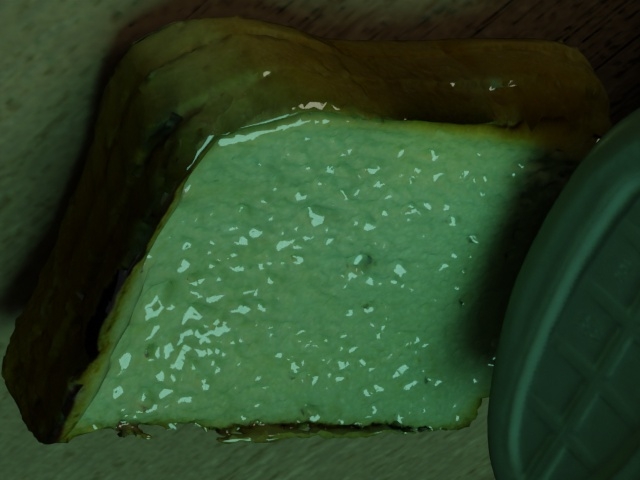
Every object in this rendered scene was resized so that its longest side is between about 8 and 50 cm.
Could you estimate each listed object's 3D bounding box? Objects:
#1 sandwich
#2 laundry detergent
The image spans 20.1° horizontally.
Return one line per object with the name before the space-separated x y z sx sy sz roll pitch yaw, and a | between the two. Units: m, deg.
sandwich | 0.000 -0.001 0.836 0.251 0.087 0.226 -1 136 -32
laundry detergent | 0.267 -0.010 0.890 0.397 0.125 0.264 -23 147 -38
